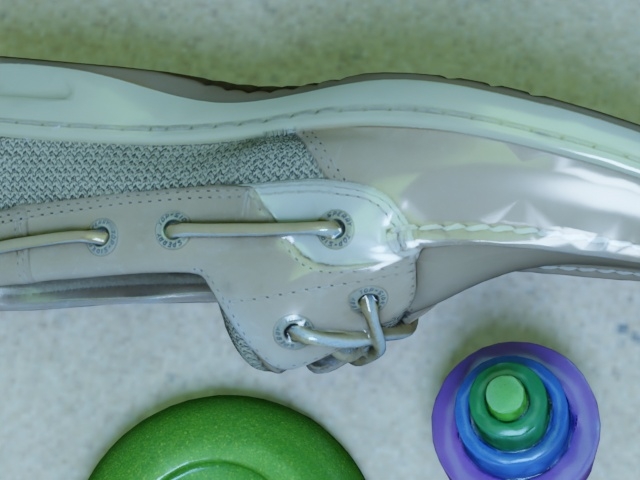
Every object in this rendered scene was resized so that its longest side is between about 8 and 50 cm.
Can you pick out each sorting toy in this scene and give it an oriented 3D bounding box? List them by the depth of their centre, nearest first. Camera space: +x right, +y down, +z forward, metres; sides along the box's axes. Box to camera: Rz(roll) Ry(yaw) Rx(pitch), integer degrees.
[{"bbox_3d":[-0.069,0.119,0.732,0.365,0.126,0.127,-22,73,2],"label":"sorting toy"}]

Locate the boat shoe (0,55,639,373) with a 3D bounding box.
[{"bbox_3d":[0.000,0.000,0.766,0.341,0.121,0.110,6,80,20],"label":"boat shoe"}]
